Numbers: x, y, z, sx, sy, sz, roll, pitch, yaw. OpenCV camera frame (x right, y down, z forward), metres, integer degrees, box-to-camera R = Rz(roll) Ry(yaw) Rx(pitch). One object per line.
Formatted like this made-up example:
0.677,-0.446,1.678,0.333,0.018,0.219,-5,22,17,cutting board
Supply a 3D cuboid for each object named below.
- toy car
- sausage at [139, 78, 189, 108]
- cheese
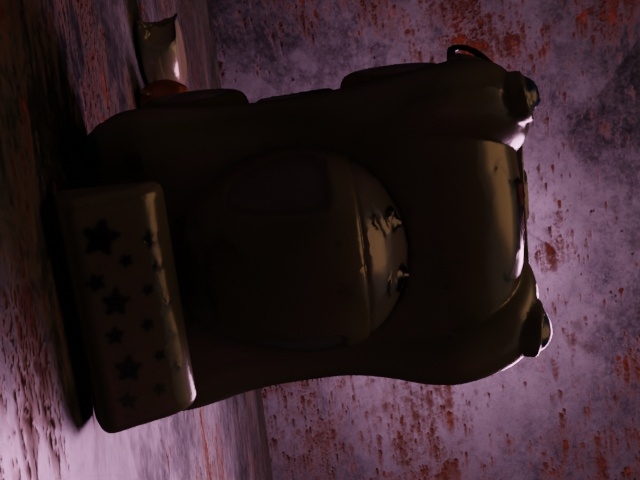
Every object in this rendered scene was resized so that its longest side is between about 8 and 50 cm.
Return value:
0.000,0.000,0.695,0.226,0.336,0.242,-97,180,-74,toy car
-0.167,-0.125,1.087,0.169,0.065,0.065,86,-4,-59,sausage
-0.185,-0.218,1.146,0.171,0.048,0.092,114,-29,-88,cheese
